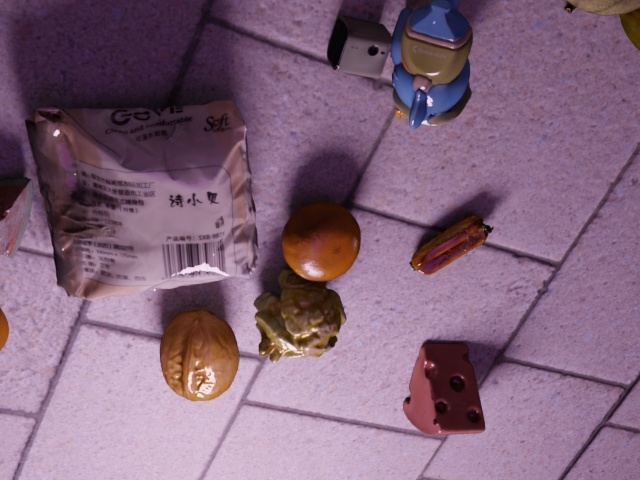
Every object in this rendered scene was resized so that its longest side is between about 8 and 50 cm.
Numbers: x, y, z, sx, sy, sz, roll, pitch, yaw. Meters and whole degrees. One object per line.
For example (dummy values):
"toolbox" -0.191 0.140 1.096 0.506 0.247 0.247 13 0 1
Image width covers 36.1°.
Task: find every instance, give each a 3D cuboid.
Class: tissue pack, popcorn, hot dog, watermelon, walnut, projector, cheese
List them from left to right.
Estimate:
"watermelon" -0.596 -0.043 1.668 0.208 0.202 0.136 2 84 -19
"tissue pack" -0.297 -0.066 1.703 0.376 0.195 0.389 -4 125 -8
"walnut" -0.241 0.228 1.948 0.159 0.159 0.206 -5 130 -12
"popcorn" -0.049 0.157 1.938 0.187 0.185 0.167 -38 108 22
"projector" 0.065 -0.332 1.685 0.082 0.083 0.083 7 122 -20
"cheese" 0.262 0.356 2.210 0.128 0.202 0.177 -1 155 -20
"hot dog" 0.263 0.005 1.993 0.188 0.055 0.072 -32 129 7

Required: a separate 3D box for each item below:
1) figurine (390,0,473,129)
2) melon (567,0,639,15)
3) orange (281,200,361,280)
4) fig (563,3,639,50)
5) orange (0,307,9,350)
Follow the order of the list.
"figurine" 0.195 -0.313 1.677 0.154 0.180 0.262 -1 133 -8
"melon" 0.510 -0.518 1.585 0.249 0.248 0.329 19 124 -26
"orange" 0.000 0.000 1.873 0.156 0.124 0.156 -11 114 -26
"fig" 0.559 -0.407 1.778 0.237 0.124 0.124 14 122 4
"orange" -0.651 0.156 1.792 0.159 0.136 0.159 -5 143 -4
